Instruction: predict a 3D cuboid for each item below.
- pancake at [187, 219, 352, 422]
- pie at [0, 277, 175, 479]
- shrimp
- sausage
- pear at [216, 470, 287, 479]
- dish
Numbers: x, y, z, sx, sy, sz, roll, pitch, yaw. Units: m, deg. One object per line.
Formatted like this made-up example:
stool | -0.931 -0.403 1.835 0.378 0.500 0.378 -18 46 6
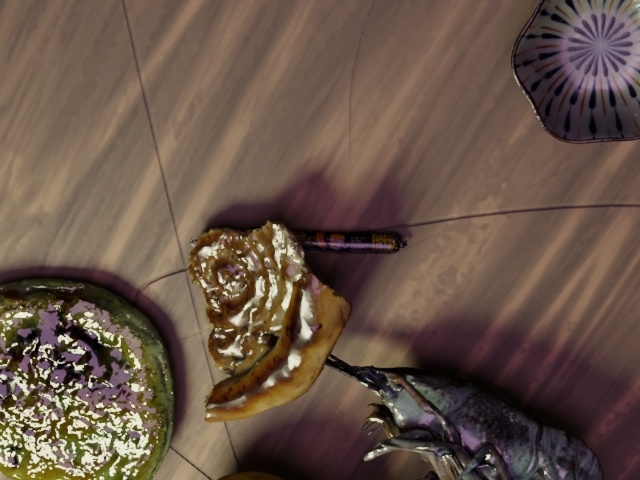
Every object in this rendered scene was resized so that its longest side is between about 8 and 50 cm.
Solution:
pancake | -0.059 0.100 1.183 0.212 0.056 0.257 4 112 31
pie | -0.321 0.186 1.278 0.323 0.070 0.323 2 110 5
shrimp | 0.145 0.232 1.187 0.372 0.172 0.137 16 110 2
sausage | 0.000 0.000 1.194 0.198 0.025 0.028 4 97 4
pear | -0.081 0.379 1.252 0.209 0.209 0.208 2 111 5
dish | 0.286 -0.193 1.067 0.191 0.066 0.190 2 113 4
